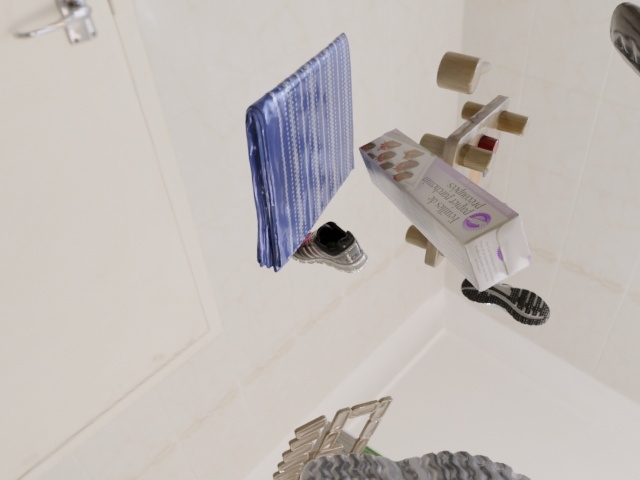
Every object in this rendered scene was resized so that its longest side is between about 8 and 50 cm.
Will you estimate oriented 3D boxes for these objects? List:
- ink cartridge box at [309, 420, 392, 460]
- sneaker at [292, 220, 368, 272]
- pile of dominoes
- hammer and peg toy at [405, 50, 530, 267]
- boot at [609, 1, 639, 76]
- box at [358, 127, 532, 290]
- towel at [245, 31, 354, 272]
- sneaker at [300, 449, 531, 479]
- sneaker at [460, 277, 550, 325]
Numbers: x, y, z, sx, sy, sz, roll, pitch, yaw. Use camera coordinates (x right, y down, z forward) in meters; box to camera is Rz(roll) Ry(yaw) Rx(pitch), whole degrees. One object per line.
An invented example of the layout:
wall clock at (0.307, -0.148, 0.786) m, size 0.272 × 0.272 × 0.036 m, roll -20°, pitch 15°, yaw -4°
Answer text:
ink cartridge box at (0.034, 0.507, 1.245) m, size 0.154 × 0.093 × 0.212 m, roll 25°, pitch -103°, yaw 34°
sneaker at (0.000, 0.000, 1.015) m, size 0.170 × 0.075 × 0.063 m, roll 14°, pitch -131°, yaw 38°
pile of dominoes at (0.003, 0.368, 1.101) m, size 0.196 × 0.251 × 0.040 m, roll -4°, pitch -139°, yaw -32°
hammer and peg toy at (0.274, -0.156, 1.074) m, size 0.127 × 0.361 × 0.266 m, roll 22°, pitch -142°, yaw 26°
boot at (0.402, -0.223, 0.710) m, size 0.076 × 0.189 × 0.209 m, roll -19°, pitch -130°, yaw 22°
box at (0.131, -0.053, 0.722) m, size 0.063 × 0.067 × 0.324 m, roll -28°, pitch -152°, yaw -2°
towel at (-0.020, -0.138, 0.886) m, size 0.040 × 0.243 × 0.336 m, roll 9°, pitch -145°, yaw 19°
sneaker at (0.118, 0.306, 0.676) m, size 0.281 × 0.115 × 0.105 m, roll 2°, pitch -171°, yaw 7°
sneaker at (0.219, 0.067, 0.723) m, size 0.109 × 0.040 × 0.044 m, roll 25°, pitch -173°, yaw 8°
